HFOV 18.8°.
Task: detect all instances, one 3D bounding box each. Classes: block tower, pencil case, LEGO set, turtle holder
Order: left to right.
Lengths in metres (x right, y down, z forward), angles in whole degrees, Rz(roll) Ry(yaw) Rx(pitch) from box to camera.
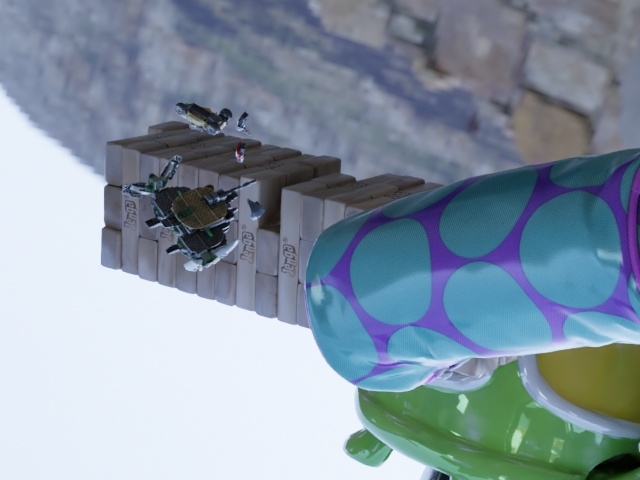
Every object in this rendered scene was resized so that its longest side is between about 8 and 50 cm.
[{"bbox_3d":[-0.048,-0.018,0.770,0.054,0.023,0.083,24,-129,5],"label":"LEGO set"},{"bbox_3d":[0.000,0.000,1.239,0.335,0.091,0.097,15,-161,37],"label":"block tower"},{"bbox_3d":[0.067,0.012,0.641,0.152,0.070,0.064,-12,-151,47],"label":"pencil case"},{"bbox_3d":[0.158,0.087,1.361,0.243,0.227,0.320,12,-172,-6],"label":"turtle holder"}]

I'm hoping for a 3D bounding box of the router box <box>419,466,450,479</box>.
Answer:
[{"bbox_3d":[0.127,0.217,1.469,0.122,0.038,0.092,42,-153,-4],"label":"router box"}]
